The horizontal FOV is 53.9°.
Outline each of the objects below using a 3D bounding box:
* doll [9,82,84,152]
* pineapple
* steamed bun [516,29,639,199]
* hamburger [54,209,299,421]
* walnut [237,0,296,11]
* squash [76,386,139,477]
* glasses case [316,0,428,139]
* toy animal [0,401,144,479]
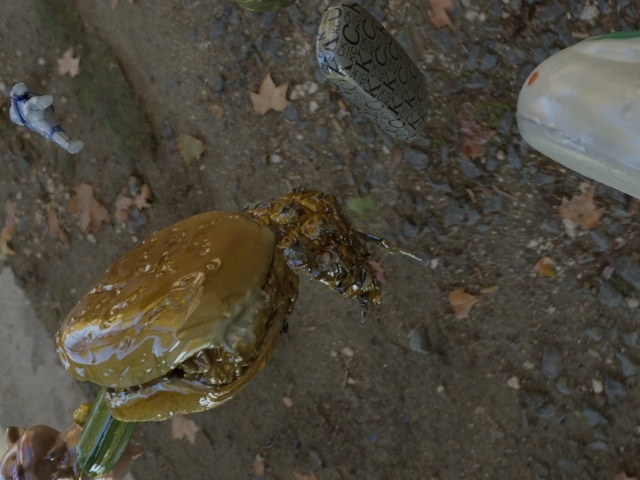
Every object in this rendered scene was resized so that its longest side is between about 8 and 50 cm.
[{"bbox_3d":[-0.440,-0.200,0.981,0.057,0.114,0.227,-47,39,-20],"label":"doll"},{"bbox_3d":[0.002,-0.005,1.044,0.335,0.161,0.158,35,84,6],"label":"pineapple"},{"bbox_3d":[0.290,-0.104,0.549,0.228,0.177,0.130,33,105,27],"label":"steamed bun"},{"bbox_3d":[-0.086,0.043,0.398,0.147,0.138,0.083,-14,117,31],"label":"hamburger"},{"bbox_3d":[-0.126,-0.653,1.366,0.282,0.253,0.277,35,116,-24],"label":"walnut"},{"bbox_3d":[-0.273,0.219,0.870,0.069,0.069,0.238,25,91,26],"label":"squash"},{"bbox_3d":[0.105,-0.296,1.139,0.085,0.355,0.137,2,76,34],"label":"glasses case"},{"bbox_3d":[-0.449,0.389,1.140,0.248,0.149,0.165,-12,69,-5],"label":"toy animal"}]
